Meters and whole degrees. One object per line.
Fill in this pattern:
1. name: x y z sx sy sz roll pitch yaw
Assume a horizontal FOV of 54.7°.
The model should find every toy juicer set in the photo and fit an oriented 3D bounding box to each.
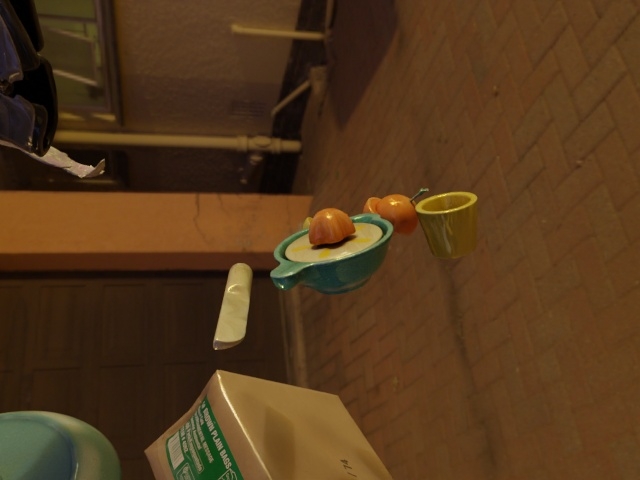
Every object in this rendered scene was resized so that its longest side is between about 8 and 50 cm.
1. toy juicer set: 0.000 0.000 0.717 0.209 0.329 0.089 29 137 63

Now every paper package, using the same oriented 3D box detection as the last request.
1. paper package: -0.025 0.360 0.816 0.168 0.309 0.325 -47 51 11

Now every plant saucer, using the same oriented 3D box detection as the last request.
1. plant saucer: -0.360 0.275 0.608 0.317 0.318 0.043 -118 16 -62

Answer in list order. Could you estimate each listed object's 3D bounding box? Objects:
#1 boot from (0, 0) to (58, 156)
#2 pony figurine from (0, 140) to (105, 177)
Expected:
1. boot: -0.237 -0.151 0.324 0.246 0.161 0.083 90 -177 -50
2. pony figurine: -0.368 -0.130 0.451 0.302 0.351 0.363 -67 -5 -64
